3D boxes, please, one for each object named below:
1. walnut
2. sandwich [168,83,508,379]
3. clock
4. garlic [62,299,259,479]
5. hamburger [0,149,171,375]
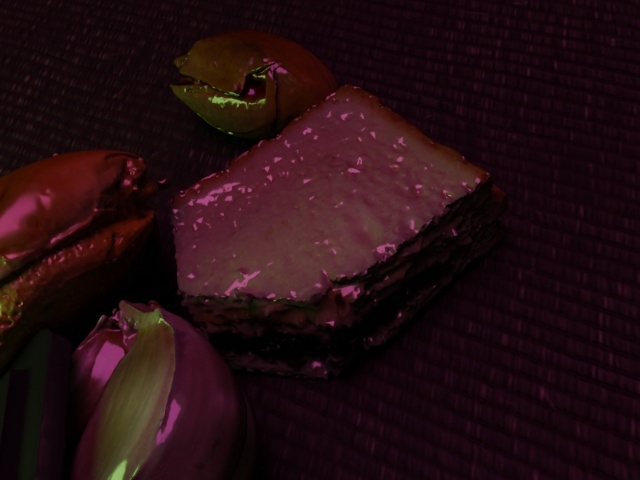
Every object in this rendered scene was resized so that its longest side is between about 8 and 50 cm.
[{"bbox_3d":[-0.082,-0.193,1.446,0.245,0.137,0.137,20,59,31],"label":"walnut"},{"bbox_3d":[0.000,-0.001,1.226,0.325,0.131,0.262,-37,47,-17],"label":"sandwich"},{"bbox_3d":[-0.319,0.249,1.074,0.273,0.049,0.279,-45,34,32],"label":"clock"},{"bbox_3d":[-0.173,0.180,1.064,0.237,0.210,0.292,9,69,19],"label":"garlic"},{"bbox_3d":[-0.298,0.019,1.224,0.314,0.170,0.290,-37,4,-9],"label":"hamburger"}]
